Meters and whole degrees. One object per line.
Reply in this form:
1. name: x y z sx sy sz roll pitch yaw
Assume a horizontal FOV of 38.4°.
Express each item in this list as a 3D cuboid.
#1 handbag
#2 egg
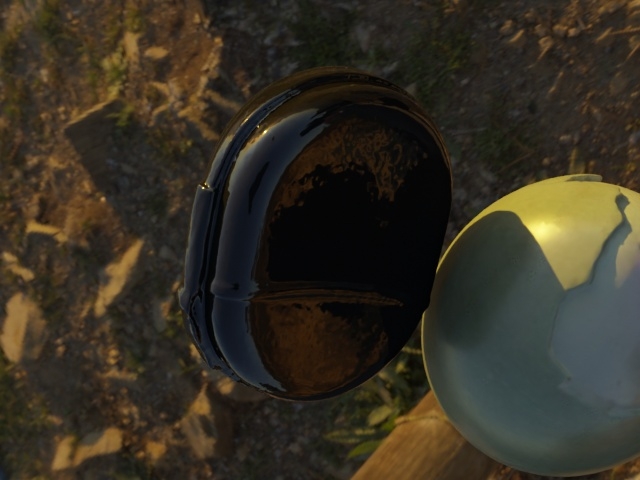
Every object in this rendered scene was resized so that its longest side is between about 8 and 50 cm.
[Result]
1. handbag: 0.001 0.000 0.820 0.093 0.254 0.308 30 114 51
2. egg: 0.244 0.081 0.901 0.278 0.278 0.336 39 156 13
